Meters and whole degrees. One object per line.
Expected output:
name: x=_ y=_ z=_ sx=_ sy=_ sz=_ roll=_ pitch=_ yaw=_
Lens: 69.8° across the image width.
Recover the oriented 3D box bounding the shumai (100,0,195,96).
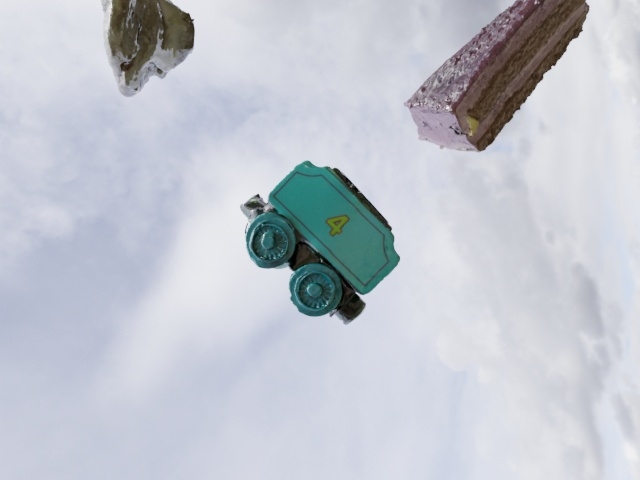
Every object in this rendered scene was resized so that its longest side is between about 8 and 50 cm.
shumai: x=-0.242 y=-0.297 z=0.651 sx=0.120 sy=0.201 sz=0.201 roll=-4 pitch=-97 yaw=-20

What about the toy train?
toy train: x=0.000 y=0.000 z=0.561 sx=0.198 sy=0.154 sz=0.107 roll=47 pitch=-179 yaw=5

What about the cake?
cake: x=0.267 y=-0.246 z=0.664 sx=0.116 sy=0.295 sz=0.113 roll=36 pitch=-164 yaw=-43
